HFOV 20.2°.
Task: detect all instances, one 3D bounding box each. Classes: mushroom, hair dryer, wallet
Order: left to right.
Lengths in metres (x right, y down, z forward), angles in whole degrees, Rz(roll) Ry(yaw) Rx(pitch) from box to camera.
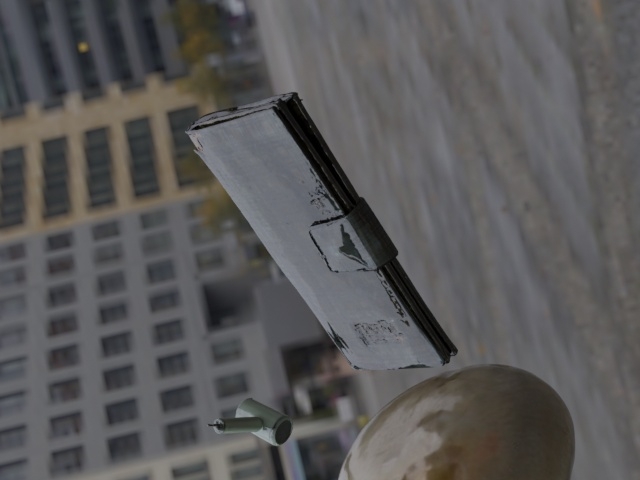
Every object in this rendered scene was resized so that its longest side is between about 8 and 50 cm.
[{"bbox_3d":[-0.092,0.209,2.048,0.124,0.063,0.037,4,-75,-53],"label":"hair dryer"},{"bbox_3d":[-0.001,0.001,1.765,0.169,0.044,0.317,-7,121,54],"label":"wallet"},{"bbox_3d":[0.175,0.289,1.874,0.290,0.292,0.292,40,-164,-26],"label":"mushroom"}]
